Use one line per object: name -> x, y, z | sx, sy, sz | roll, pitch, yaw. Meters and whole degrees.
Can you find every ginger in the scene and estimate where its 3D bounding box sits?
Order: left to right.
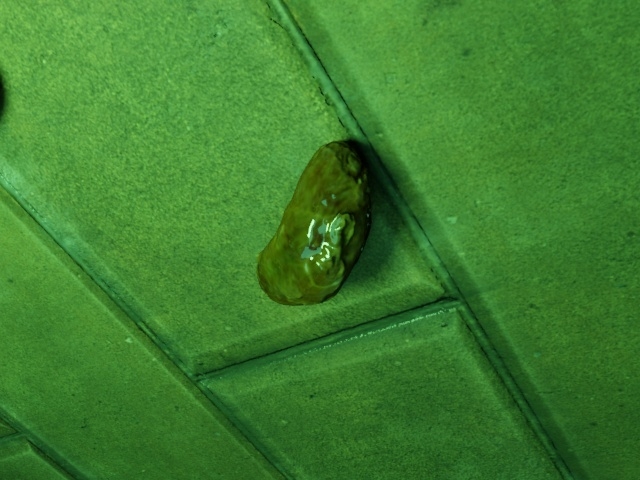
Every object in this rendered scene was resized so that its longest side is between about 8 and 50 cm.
ginger -> 0.000, 0.000, 1.003 | 0.165, 0.172, 0.321 | -2, 136, -37
